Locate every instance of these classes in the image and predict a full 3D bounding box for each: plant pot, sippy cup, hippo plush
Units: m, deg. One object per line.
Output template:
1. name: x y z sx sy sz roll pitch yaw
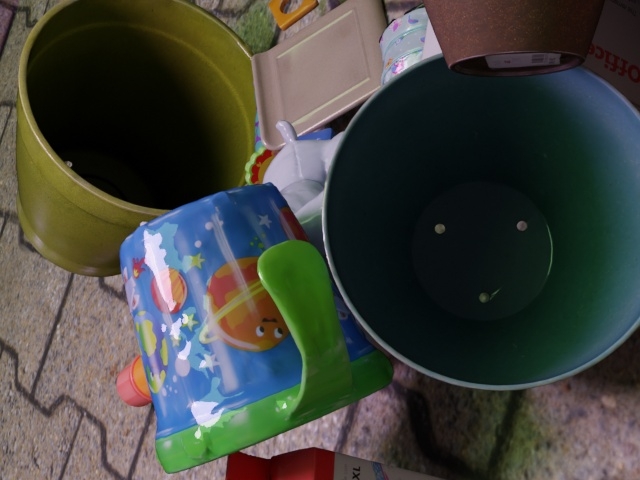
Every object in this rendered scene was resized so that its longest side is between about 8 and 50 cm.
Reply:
1. plant pot: 0.152 -0.252 0.960 0.215 0.215 0.230 -7 84 57
2. plant pot: -0.299 -0.121 1.798 0.353 0.366 0.367 134 143 -53
3. sippy cup: -0.079 0.074 1.156 0.305 0.240 0.224 -25 84 29
4. plant pot: 0.151 -0.007 1.093 0.195 0.290 0.290 71 -147 -80
5. hippo plush: 0.000 0.000 1.380 0.294 0.234 0.236 -9 29 18

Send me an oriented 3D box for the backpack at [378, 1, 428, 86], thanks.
1. backpack: 0.147 -0.166 1.232 0.152 0.182 0.115 -40 42 40

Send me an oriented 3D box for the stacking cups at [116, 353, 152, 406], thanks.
1. stacking cups: -0.189 0.167 1.675 0.316 0.096 0.096 -36 45 47

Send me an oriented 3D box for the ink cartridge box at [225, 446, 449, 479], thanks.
1. ink cartridge box: 0.022 0.275 1.137 0.078 0.231 0.134 -25 53 50

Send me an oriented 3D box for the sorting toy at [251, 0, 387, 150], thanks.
1. sorting toy: 0.008 -0.216 1.585 0.196 0.047 0.348 -25 49 20

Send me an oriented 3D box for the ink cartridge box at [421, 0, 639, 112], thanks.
1. ink cartridge box: 0.221 -0.263 1.154 0.114 0.197 0.273 -15 60 56

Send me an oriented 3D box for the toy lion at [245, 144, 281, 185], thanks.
1. toy lion: -0.058 -0.073 1.589 0.034 0.096 0.100 36 105 60

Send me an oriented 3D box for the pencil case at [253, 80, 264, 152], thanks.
1. pencil case: -0.059 -0.155 1.668 0.070 0.064 0.152 109 161 -56
